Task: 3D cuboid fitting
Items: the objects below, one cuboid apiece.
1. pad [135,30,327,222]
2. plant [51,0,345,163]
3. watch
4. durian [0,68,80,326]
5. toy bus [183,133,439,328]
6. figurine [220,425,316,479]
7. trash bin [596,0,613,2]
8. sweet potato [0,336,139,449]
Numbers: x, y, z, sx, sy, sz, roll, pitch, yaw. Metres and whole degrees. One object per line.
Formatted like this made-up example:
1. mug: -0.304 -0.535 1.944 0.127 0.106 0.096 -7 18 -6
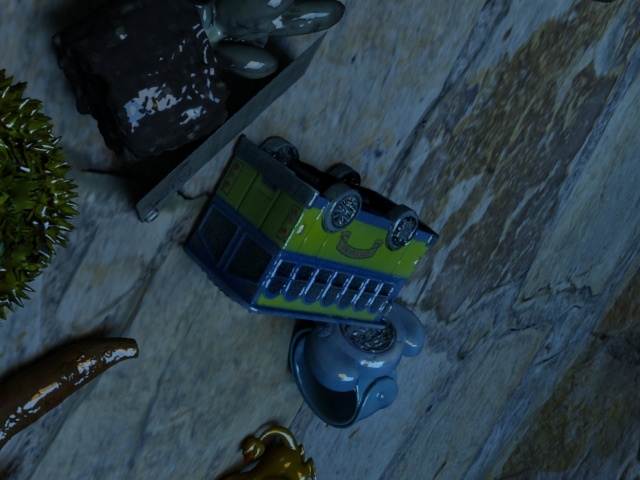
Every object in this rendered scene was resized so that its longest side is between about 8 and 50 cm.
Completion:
1. pad: -0.096 -0.115 0.843 0.265 0.009 0.159 -45 -177 -11
2. plant: -0.102 -0.190 0.731 0.274 0.149 0.146 -41 107 -22
3. watch: 0.036 0.183 1.222 0.211 0.211 0.193 -20 149 -38
4. durian: -0.321 -0.023 0.585 0.291 0.224 0.291 -61 -179 2
5. toy bus: 0.000 0.000 1.020 0.312 0.152 0.190 15 109 -53
6. figurine: -0.104 0.387 1.322 0.176 0.121 0.122 -29 112 -14
7. trash bin: 0.389 -0.481 1.063 0.243 0.121 0.247 13 108 -53
8. sweet potato: -0.323 0.181 0.887 0.255 0.058 0.078 -43 115 -25
